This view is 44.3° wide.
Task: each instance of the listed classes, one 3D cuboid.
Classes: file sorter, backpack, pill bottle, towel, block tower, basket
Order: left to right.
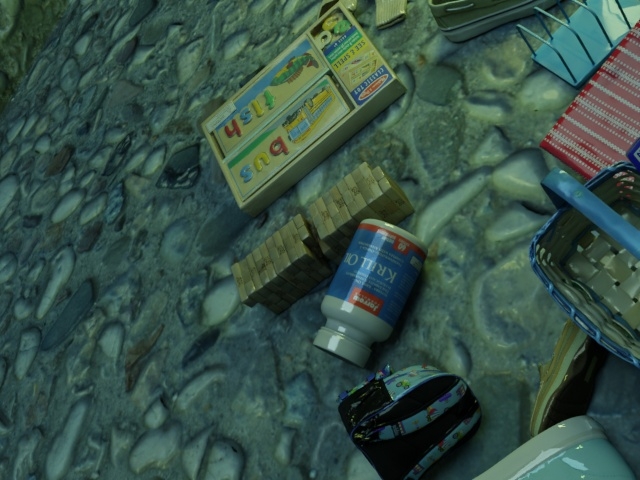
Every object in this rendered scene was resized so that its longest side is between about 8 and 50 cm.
[{"bbox_3d":[0.000,0.000,1.407,0.335,0.097,0.091,-36,47,14],"label":"block tower"},{"bbox_3d":[0.076,0.087,1.267,0.124,0.124,0.221,14,75,44],"label":"pill bottle"},{"bbox_3d":[0.130,0.245,1.110,0.173,0.158,0.117,-35,27,0],"label":"backpack"},{"bbox_3d":[0.421,-0.358,1.270,0.170,0.104,0.118,-45,44,9],"label":"file sorter"},{"bbox_3d":[0.376,0.032,0.917,0.201,0.289,0.255,-45,66,5],"label":"basket"},{"bbox_3d":[0.458,-0.190,1.082,0.275,0.031,0.199,-53,54,14],"label":"towel"}]

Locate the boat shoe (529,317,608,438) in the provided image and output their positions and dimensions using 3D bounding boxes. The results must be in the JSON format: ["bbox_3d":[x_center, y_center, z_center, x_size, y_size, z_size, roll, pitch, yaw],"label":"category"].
[{"bbox_3d":[0.323,0.185,1.055,0.072,0.068,0.190,8,60,55],"label":"boat shoe"}]

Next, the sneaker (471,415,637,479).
[{"bbox_3d":[0.227,0.376,0.959,0.366,0.135,0.150,-44,42,11],"label":"sneaker"}]

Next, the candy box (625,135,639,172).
[{"bbox_3d":[0.520,-0.016,0.826,0.122,0.268,0.317,-57,44,39],"label":"candy box"}]

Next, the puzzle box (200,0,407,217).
[{"bbox_3d":[-0.049,-0.269,1.614,0.409,0.052,0.272,-39,54,14],"label":"puzzle box"}]

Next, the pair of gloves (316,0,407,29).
[{"bbox_3d":[0.092,-0.530,1.692,0.240,0.042,0.204,-6,60,36],"label":"pair of gloves"}]

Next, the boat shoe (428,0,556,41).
[{"bbox_3d":[0.337,-0.455,1.405,0.302,0.094,0.109,-24,52,27],"label":"boat shoe"}]
